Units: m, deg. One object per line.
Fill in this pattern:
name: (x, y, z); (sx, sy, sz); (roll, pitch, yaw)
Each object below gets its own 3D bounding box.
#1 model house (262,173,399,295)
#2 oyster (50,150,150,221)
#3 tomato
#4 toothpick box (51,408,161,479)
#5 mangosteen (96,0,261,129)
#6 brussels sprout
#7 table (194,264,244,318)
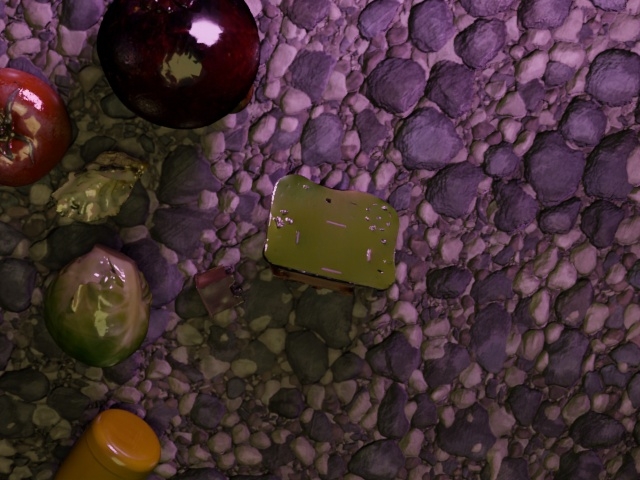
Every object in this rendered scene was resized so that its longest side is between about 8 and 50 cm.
model house: (0.001, 0.001, 1.861); (0.294, 0.154, 0.207); (14, 68, -21)
oyster: (-0.448, -0.113, 1.780); (0.133, 0.072, 0.209); (28, 128, -24)
tomato: (-0.600, -0.206, 1.701); (0.236, 0.095, 0.237); (-2, 113, -5)
toothpick box: (-0.498, 0.526, 1.998); (0.175, 0.175, 0.271); (33, 109, -19)
mangosteen: (-0.251, -0.331, 1.589); (0.297, 0.297, 0.293); (11, 150, -11)
brussels sprout: (-0.449, 0.136, 1.807); (0.244, 0.244, 0.244); (-3, 114, -6)
table: (-0.213, 0.104, 1.899); (0.082, 0.070, 0.083); (-22, 114, -1)
